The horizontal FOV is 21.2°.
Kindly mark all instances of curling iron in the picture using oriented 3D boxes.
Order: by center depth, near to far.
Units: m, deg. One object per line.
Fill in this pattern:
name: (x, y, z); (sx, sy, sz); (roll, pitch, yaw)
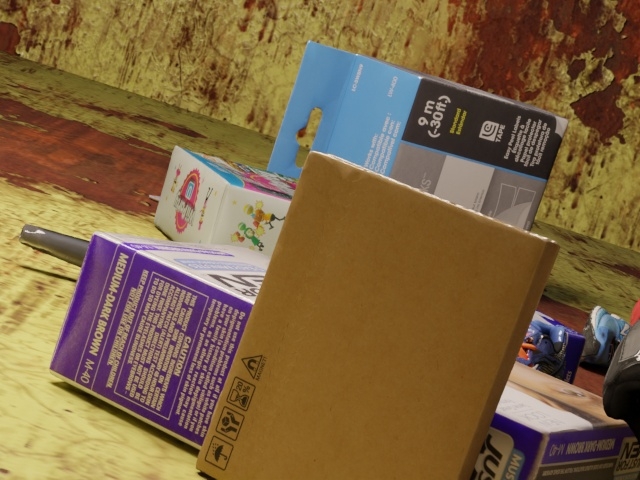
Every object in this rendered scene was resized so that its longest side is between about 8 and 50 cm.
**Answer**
curling iron: (-0.126, 0.037, 1.458); (0.274, 0.035, 0.068); (16, 4, -21)

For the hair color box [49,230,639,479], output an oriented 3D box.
hair color box: (0.019, 0.099, 1.081); (0.339, 0.110, 0.185); (24, 8, 29)

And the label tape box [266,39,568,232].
label tape box: (0.113, -0.086, 2.121); (0.334, 0.240, 0.106); (13, 11, -26)

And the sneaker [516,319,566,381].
sneaker: (0.145, 0.103, 1.409); (0.083, 0.087, 0.221); (20, 8, 23)

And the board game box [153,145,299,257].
board game box: (0.000, 0.000, 1.791); (0.303, 0.097, 0.224); (14, 8, -21)

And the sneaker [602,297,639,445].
sneaker: (0.271, 0.140, 0.986); (0.276, 0.097, 0.135); (44, 42, 12)

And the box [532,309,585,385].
box: (0.148, 0.090, 1.565); (0.137, 0.072, 0.126); (13, 8, -27)

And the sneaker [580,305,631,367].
sneaker: (0.327, 0.112, 1.860); (0.073, 0.063, 0.162); (25, 10, 24)

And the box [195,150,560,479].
box: (0.027, 0.068, 0.956); (0.164, 0.201, 0.021); (23, 5, 32)

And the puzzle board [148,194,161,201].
puzzle board: (-0.132, -0.036, 2.062); (0.096, 0.011, 0.128); (23, 8, 32)
